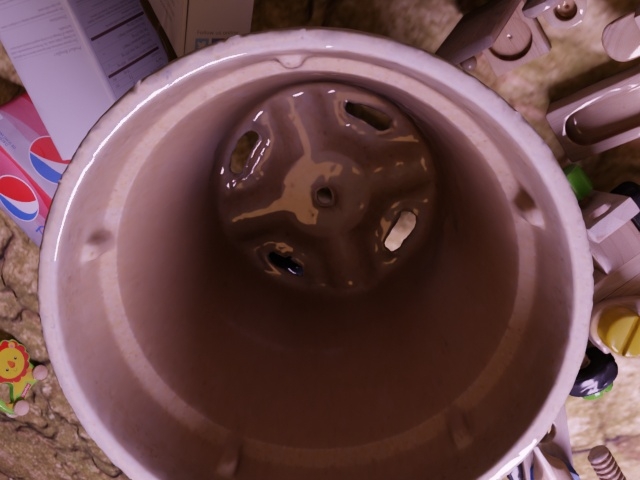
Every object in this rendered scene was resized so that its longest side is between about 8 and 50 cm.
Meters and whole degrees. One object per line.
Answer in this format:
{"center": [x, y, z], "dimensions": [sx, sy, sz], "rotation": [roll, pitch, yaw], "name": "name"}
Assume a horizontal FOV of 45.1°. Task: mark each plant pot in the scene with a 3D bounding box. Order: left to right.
{"center": [0.000, 0.000, 0.606], "dimensions": [0.334, 0.305, 0.334], "rotation": [1, 107, 2], "name": "plant pot"}

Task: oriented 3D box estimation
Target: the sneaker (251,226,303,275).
{"center": [0.003, 0.040, 0.830], "dimensions": [0.121, 0.079, 0.217], "rotation": [6, 133, 20], "name": "sneaker"}

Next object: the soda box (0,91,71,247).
{"center": [-0.298, -0.041, 0.911], "dimensions": [0.263, 0.092, 0.083], "rotation": [48, 129, -10], "name": "soda box"}

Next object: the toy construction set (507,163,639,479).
{"center": [0.207, 0.083, 0.617], "dimensions": [0.257, 0.309, 0.237], "rotation": [-26, 103, 29], "name": "toy construction set"}

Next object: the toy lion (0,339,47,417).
{"center": [-0.474, 0.205, 1.175], "dimensions": [0.034, 0.100, 0.096], "rotation": [-18, 131, 37], "name": "toy lion"}

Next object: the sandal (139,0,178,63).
{"center": [-0.120, -0.188, 0.751], "dimensions": [0.072, 0.049, 0.180], "rotation": [-18, 98, 29], "name": "sandal"}

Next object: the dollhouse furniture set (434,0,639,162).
{"center": [0.190, -0.119, 0.582], "dimensions": [0.144, 0.123, 0.151], "rotation": [-22, 110, 37], "name": "dollhouse furniture set"}

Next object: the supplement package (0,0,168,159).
{"center": [-0.229, -0.185, 0.766], "dimensions": [0.105, 0.105, 0.179], "rotation": [-5, 119, 29], "name": "supplement package"}

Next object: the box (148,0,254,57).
{"center": [-0.092, -0.323, 0.540], "dimensions": [0.232, 0.058, 0.322], "rotation": [-121, 34, -43], "name": "box"}
